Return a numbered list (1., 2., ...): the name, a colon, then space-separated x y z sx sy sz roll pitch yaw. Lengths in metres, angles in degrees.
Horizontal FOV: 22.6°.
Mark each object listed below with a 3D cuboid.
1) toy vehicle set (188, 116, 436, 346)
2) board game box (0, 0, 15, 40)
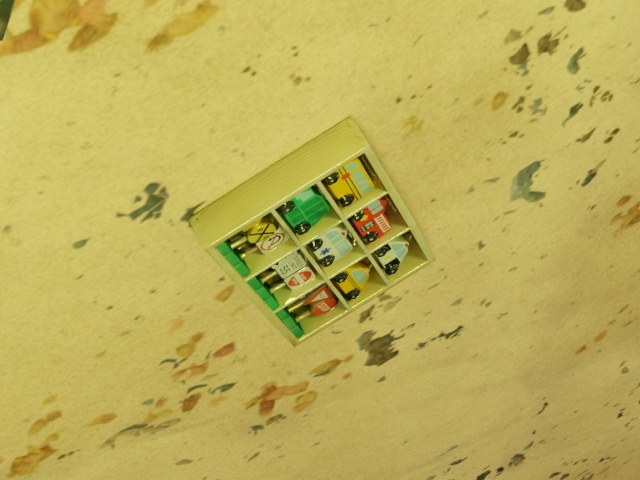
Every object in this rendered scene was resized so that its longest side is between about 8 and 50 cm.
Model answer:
1. toy vehicle set: 0.000 0.000 1.464 0.166 0.035 0.267 -32 152 2
2. board game box: -0.223 -0.189 0.925 0.126 0.026 0.186 -10 141 -35
